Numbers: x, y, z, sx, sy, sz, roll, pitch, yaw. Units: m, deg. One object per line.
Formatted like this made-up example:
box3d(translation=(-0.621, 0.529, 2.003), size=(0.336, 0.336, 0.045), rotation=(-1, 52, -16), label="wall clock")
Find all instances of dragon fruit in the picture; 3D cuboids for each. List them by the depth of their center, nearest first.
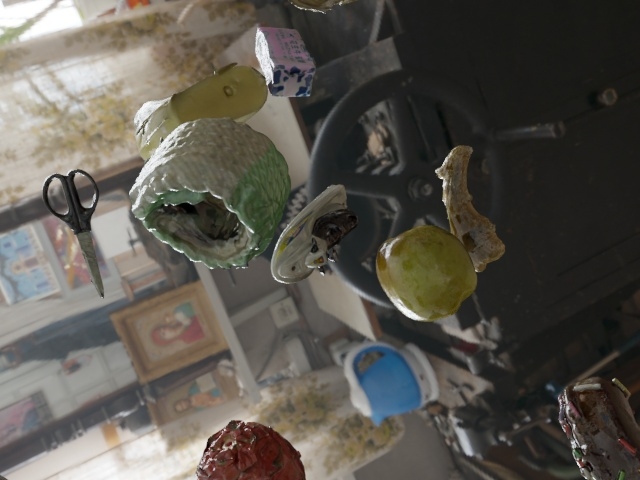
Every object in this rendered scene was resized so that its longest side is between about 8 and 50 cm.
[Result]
box3d(translation=(-0.152, 0.519, 1.502), size=(0.252, 0.241, 0.241), rotation=(31, -166, -46), label="dragon fruit")

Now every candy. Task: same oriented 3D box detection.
box3d(translation=(-0.070, -0.355, 1.360), size=(0.073, 0.092, 0.160), rotation=(105, 154, -43), label="candy")

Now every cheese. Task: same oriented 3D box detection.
box3d(translation=(-0.259, -0.234, 1.360), size=(0.316, 0.260, 0.128), rotation=(-11, 103, 54), label="cheese")

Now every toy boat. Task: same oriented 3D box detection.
box3d(translation=(-0.002, -0.005, 1.540), size=(0.141, 0.269, 0.140), rotation=(17, 136, 17), label="toy boat")

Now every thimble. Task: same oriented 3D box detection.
box3d(translation=(-0.161, -0.068, 1.012), size=(0.219, 0.219, 0.150), rotation=(84, -162, -45), label="thimble")

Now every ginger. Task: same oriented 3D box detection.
box3d(translation=(0.338, -0.072, 1.561), size=(0.131, 0.086, 0.294), rotation=(-9, 90, 39), label="ginger")

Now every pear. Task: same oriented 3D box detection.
box3d(translation=(0.210, 0.064, 1.380), size=(0.200, 0.200, 0.200), rotation=(55, 160, 32), label="pear")

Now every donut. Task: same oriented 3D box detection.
box3d(translation=(0.606, 0.427, 1.305), size=(0.345, 0.136, 0.259), rotation=(37, -151, -23), label="donut")

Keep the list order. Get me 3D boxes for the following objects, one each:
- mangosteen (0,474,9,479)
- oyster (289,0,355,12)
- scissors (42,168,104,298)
box3d(translation=(-0.341, 0.317, 0.536), size=(0.288, 0.288, 0.288), rotation=(55, 160, 32), label="mangosteen")
box3d(translation=(0.004, -0.551, 1.468), size=(0.107, 0.233, 0.161), rotation=(-12, 97, 57), label="oyster")
box3d(translation=(-0.494, -0.006, 1.434), size=(0.022, 0.109, 0.299), rotation=(-129, 28, -58), label="scissors")
